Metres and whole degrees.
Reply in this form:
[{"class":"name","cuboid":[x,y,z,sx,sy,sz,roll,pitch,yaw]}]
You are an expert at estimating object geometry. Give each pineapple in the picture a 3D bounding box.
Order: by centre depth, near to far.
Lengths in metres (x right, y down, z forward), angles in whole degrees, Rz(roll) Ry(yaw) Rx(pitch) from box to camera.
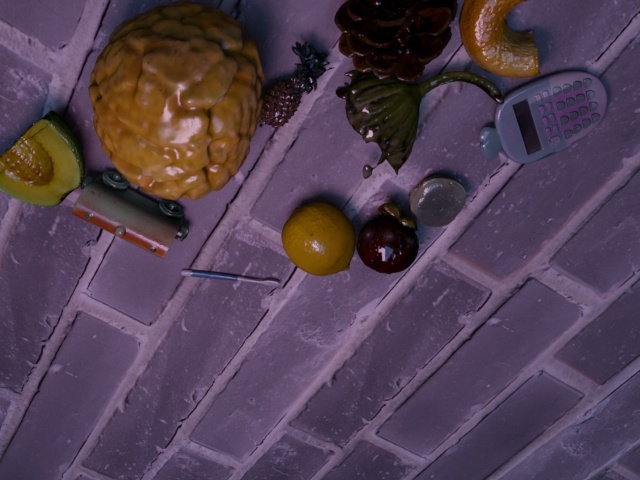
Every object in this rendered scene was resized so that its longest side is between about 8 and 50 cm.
[{"class":"pineapple","cuboid":[-0.073,-0.341,1.253,0.103,0.083,0.221,36,113,-17]}]

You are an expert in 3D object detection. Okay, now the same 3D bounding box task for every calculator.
[{"class":"calculator","cuboid":[0.506,-0.279,1.287,0.298,0.041,0.186,-23,116,13]}]

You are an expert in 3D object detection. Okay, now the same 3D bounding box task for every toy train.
[{"class":"toy train","cuboid":[-0.468,-0.059,1.378,0.285,0.177,0.116,30,118,-14]}]

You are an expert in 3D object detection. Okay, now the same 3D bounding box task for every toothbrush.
[{"class":"toothbrush","cuboid":[-0.250,0.102,1.550,0.275,0.025,0.019,6,114,1]}]

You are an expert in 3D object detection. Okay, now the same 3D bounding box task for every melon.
[{"class":"melon","cuboid":[-0.648,-0.192,1.341,0.265,0.129,0.169,-30,118,24]}]

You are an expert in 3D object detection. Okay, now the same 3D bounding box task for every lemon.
[{"class":"lemon","cuboid":[0.000,0.000,1.386,0.203,0.178,0.178,47,113,-3]}]

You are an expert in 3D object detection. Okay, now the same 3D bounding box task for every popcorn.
[{"class":"popcorn","cuboid":[-0.294,-0.286,1.137,0.344,0.354,0.390,19,75,-8]}]

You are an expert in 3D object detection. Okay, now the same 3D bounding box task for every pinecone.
[{"class":"pinecone","cuboid":[0.150,-0.450,1.083,0.243,0.309,0.244,-1,80,4]}]

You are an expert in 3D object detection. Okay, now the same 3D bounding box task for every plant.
[{"class":"plant","cuboid":[0.199,-0.320,1.259,0.333,0.180,0.251,-35,107,-9]}]

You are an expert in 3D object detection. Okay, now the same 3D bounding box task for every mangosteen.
[{"class":"mangosteen","cuboid":[0.175,-0.006,1.394,0.166,0.166,0.180,18,96,-8]}]

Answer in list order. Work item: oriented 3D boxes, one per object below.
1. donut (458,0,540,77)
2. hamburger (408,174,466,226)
[{"class":"donut","cuboid":[0.372,-0.446,1.174,0.152,0.101,0.259,-13,122,16]},{"class":"hamburger","cuboid":[0.287,-0.099,1.387,0.133,0.062,0.140,20,117,-12]}]
